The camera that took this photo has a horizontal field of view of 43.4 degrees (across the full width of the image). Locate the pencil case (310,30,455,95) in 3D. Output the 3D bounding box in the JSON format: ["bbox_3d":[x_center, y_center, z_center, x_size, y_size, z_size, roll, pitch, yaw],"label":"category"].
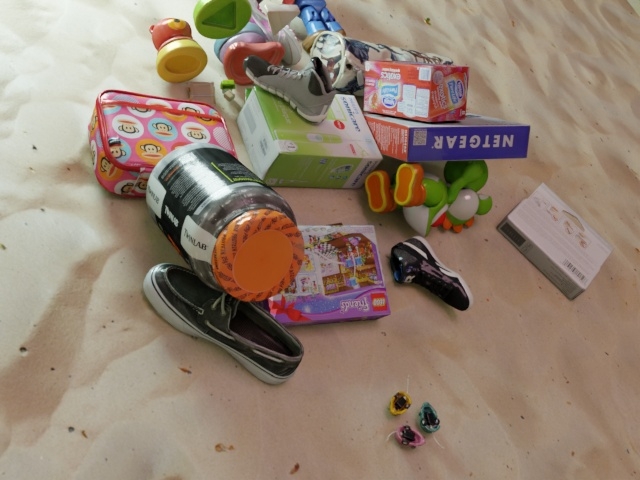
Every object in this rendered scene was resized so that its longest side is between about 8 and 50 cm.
[{"bbox_3d":[0.181,-0.445,2.151,0.411,0.159,0.183,4,32,-29],"label":"pencil case"}]

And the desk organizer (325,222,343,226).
[{"bbox_3d":[0.000,0.000,1.766,0.130,0.047,0.050,-10,59,-37],"label":"desk organizer"}]

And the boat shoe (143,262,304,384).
[{"bbox_3d":[-0.169,0.134,1.501,0.335,0.119,0.121,33,45,-5],"label":"boat shoe"}]

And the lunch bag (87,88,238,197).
[{"bbox_3d":[-0.333,-0.208,1.685,0.293,0.120,0.258,3,50,-32],"label":"lunch bag"}]

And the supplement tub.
[{"bbox_3d":[-0.177,-0.036,1.482,0.207,0.207,0.338,1,24,-31],"label":"supplement tub"}]

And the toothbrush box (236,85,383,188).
[{"bbox_3d":[-0.027,-0.239,1.889,0.283,0.122,0.206,1,55,-33],"label":"toothbrush box"}]

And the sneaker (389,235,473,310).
[{"bbox_3d":[0.237,0.093,1.825,0.121,0.079,0.217,-21,60,-38],"label":"sneaker"}]

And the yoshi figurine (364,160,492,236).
[{"bbox_3d":[0.287,-0.145,1.959,0.362,0.203,0.203,3,40,-42],"label":"yoshi figurine"}]

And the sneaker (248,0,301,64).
[{"bbox_3d":[-0.162,-0.526,2.059,0.252,0.103,0.111,37,72,-15],"label":"sneaker"}]

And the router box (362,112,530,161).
[{"bbox_3d":[0.285,-0.259,1.968,0.336,0.082,0.301,-4,16,-24],"label":"router box"}]

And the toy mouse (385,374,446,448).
[{"bbox_3d":[0.188,0.370,1.596,0.143,0.031,0.161,41,45,4],"label":"toy mouse"}]

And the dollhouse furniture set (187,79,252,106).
[{"bbox_3d":[-0.238,-0.333,1.903,0.152,0.058,0.076,-3,63,-11],"label":"dollhouse furniture set"}]

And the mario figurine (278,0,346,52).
[{"bbox_3d":[-0.051,-0.661,2.243,0.320,0.170,0.198,68,15,14],"label":"mario figurine"}]

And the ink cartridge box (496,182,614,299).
[{"bbox_3d":[0.632,-0.005,2.154,0.275,0.060,0.239,45,44,8],"label":"ink cartridge box"}]

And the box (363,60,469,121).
[{"bbox_3d":[0.226,-0.364,1.939,0.123,0.128,0.257,-8,17,-33],"label":"box"}]

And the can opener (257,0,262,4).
[{"bbox_3d":[-0.111,-0.691,2.122,0.280,0.074,0.093,-39,81,-2],"label":"can opener"}]

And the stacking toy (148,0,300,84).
[{"bbox_3d":[-0.224,-0.500,1.869,0.309,0.279,0.130,-3,59,-39],"label":"stacking toy"}]

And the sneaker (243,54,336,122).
[{"bbox_3d":[-0.057,-0.378,1.804,0.229,0.132,0.086,35,42,0],"label":"sneaker"}]

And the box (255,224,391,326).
[{"bbox_3d":[-0.002,0.071,1.663,0.293,0.057,0.200,-1,73,-32],"label":"box"}]
